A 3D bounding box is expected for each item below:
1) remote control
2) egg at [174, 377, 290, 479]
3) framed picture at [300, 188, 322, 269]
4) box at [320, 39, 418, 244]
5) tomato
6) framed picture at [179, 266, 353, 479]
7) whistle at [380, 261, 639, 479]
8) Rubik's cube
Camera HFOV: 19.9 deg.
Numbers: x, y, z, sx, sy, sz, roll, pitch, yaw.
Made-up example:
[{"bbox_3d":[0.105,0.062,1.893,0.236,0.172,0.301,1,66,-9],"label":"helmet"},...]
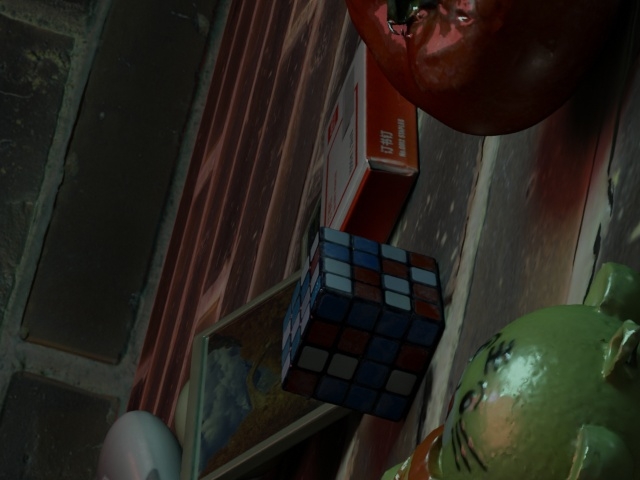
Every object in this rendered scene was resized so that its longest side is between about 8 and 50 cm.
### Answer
[{"bbox_3d":[-0.144,0.306,1.685,0.332,0.104,0.221,-115,20,-46],"label":"remote control"},{"bbox_3d":[-0.077,0.164,1.675,0.152,0.114,0.114,174,112,-77],"label":"egg"},{"bbox_3d":[0.000,0.000,1.816,0.149,0.011,0.109,-88,17,-57],"label":"framed picture"},{"bbox_3d":[0.041,-0.075,1.584,0.229,0.050,0.123,-87,16,-54],"label":"box"},{"bbox_3d":[0.096,-0.153,1.064,0.187,0.151,0.187,11,105,42],"label":"tomato"},{"bbox_3d":[-0.041,0.108,1.555,0.184,0.016,0.250,-32,25,18],"label":"framed picture"},{"bbox_3d":[0.085,0.125,0.831,0.288,0.106,0.131,116,173,-46],"label":"whistle"},{"bbox_3d":[0.028,0.060,1.306,0.092,0.092,0.092,-91,19,-61],"label":"Rubik's cube"}]
